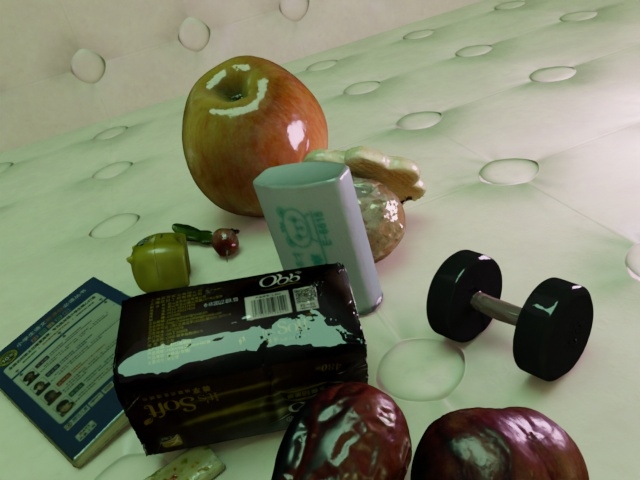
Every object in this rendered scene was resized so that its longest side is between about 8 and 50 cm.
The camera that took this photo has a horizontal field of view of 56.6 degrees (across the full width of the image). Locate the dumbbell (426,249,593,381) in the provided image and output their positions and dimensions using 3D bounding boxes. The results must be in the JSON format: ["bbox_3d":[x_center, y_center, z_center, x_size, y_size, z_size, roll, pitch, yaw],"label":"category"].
[{"bbox_3d":[0.294,0.112,0.941,0.152,0.152,0.218,-35,35,-30],"label":"dumbbell"}]

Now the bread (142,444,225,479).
[{"bbox_3d":[-0.220,0.360,0.880,0.153,0.028,0.068,-30,31,-27],"label":"bread"}]

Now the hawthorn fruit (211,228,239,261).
[{"bbox_3d":[-0.228,0.014,1.426,0.066,0.067,0.103,-17,32,-4],"label":"hawthorn fruit"}]

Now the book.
[{"bbox_3d":[-0.455,0.227,1.162,0.428,0.039,0.300,17,51,41],"label":"book"}]

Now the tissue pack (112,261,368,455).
[{"bbox_3d":[-0.110,0.173,0.933,0.370,0.198,0.210,-9,37,-2],"label":"tissue pack"}]

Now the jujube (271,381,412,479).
[{"bbox_3d":[0.016,0.295,0.762,0.168,0.168,0.236,11,42,37],"label":"jujube"}]

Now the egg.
[{"bbox_3d":[0.067,-0.039,1.258,0.233,0.195,0.195,-5,29,41],"label":"egg"}]

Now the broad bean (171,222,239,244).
[{"bbox_3d":[-0.306,-0.015,1.524,0.195,0.046,0.061,3,23,19],"label":"broad bean"}]

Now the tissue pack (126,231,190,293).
[{"bbox_3d":[-0.361,0.050,1.342,0.127,0.123,0.178,-9,14,-8],"label":"tissue pack"}]

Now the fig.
[{"bbox_3d":[0.203,0.312,0.653,0.186,0.203,0.250,-31,54,38],"label":"fig"}]

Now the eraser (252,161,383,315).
[{"bbox_3d":[0.000,0.000,1.125,0.189,0.290,0.104,5,36,35],"label":"eraser"}]

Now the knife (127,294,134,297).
[{"bbox_3d":[-0.387,0.150,1.295,0.365,0.043,0.089,3,35,32],"label":"knife"}]

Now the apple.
[{"bbox_3d":[-0.173,-0.270,1.526,0.391,0.346,0.391,-11,55,17],"label":"apple"}]

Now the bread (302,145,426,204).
[{"bbox_3d":[0.082,-0.132,1.347,0.316,0.316,0.054,-2,70,21],"label":"bread"}]
